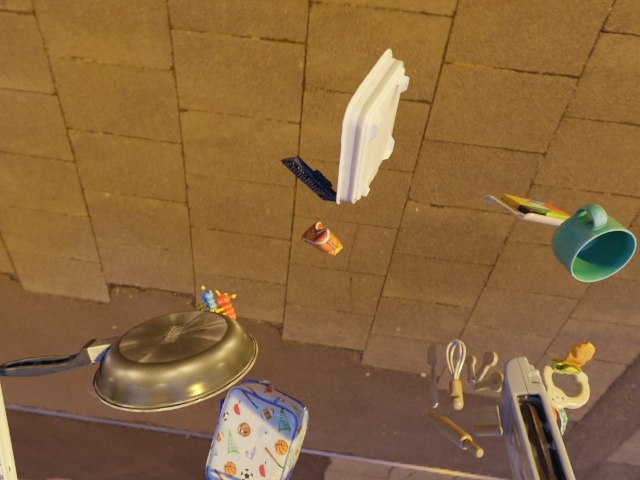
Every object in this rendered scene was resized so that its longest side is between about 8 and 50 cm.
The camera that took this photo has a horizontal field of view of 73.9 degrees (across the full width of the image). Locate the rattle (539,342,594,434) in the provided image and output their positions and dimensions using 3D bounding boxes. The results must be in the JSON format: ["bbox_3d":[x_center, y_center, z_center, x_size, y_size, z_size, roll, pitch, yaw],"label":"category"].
[{"bbox_3d":[0.631,0.376,1.071,0.130,0.200,0.142,46,145,7],"label":"rattle"}]

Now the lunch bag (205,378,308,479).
[{"bbox_3d":[-0.177,0.537,1.156,0.243,0.115,0.303,18,91,17],"label":"lunch bag"}]

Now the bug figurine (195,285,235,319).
[{"bbox_3d":[-0.290,0.240,1.250,0.072,0.279,0.216,-19,96,-28],"label":"bug figurine"}]

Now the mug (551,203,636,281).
[{"bbox_3d":[0.546,-0.006,0.858,0.130,0.097,0.157,6,124,-12],"label":"mug"}]

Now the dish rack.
[{"bbox_3d":[0.133,-0.263,1.059,0.073,0.285,0.332,23,148,13],"label":"dish rack"}]

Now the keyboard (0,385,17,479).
[{"bbox_3d":[-0.345,0.160,0.437,0.072,0.014,0.255,-24,79,36],"label":"keyboard"}]

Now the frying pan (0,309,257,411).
[{"bbox_3d":[-0.238,0.135,0.561,0.327,0.197,0.053,5,109,24],"label":"frying pan"}]

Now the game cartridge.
[{"bbox_3d":[0.309,0.342,0.593,0.062,0.297,0.198,-6,136,10],"label":"game cartridge"}]

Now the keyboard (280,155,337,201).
[{"bbox_3d":[-0.019,-0.160,1.136,0.180,0.023,0.108,39,160,-34],"label":"keyboard"}]

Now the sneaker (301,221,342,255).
[{"bbox_3d":[0.000,0.000,1.018,0.064,0.175,0.067,-44,110,0],"label":"sneaker"}]

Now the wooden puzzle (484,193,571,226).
[{"bbox_3d":[0.638,-0.089,1.259,0.221,0.238,0.044,10,107,-10],"label":"wooden puzzle"}]

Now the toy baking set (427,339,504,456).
[{"bbox_3d":[0.291,0.311,0.879,0.030,0.256,0.196,24,82,-19],"label":"toy baking set"}]
